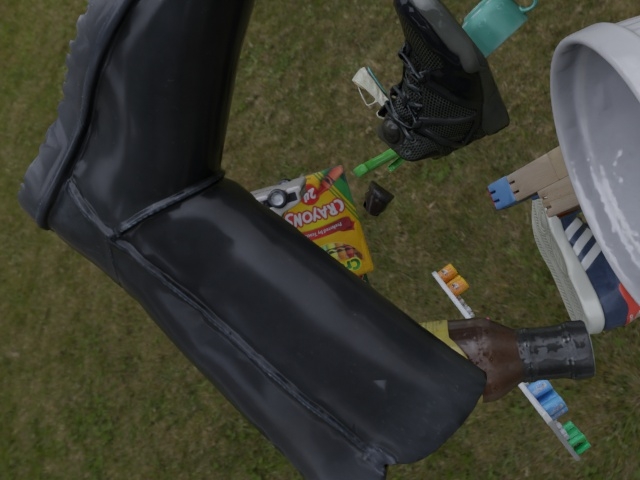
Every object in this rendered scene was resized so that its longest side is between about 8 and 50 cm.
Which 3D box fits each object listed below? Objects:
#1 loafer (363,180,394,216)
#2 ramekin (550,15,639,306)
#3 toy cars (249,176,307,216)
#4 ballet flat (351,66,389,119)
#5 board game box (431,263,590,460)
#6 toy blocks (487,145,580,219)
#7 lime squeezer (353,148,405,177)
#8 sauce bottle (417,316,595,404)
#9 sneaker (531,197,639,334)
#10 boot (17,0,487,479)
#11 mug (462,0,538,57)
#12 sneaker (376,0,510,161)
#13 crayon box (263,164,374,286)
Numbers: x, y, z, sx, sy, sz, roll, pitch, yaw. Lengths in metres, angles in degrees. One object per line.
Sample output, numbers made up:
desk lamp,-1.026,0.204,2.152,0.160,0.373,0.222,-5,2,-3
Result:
loafer,0.147,-0.110,1.583,0.080,0.220,0.078,36,101,4
ramekin,0.242,-0.054,0.374,0.109,0.207,0.207,-21,67,11
toy cars,-0.192,-0.014,1.064,0.176,0.394,0.087,11,123,59
ballet flat,0.130,-0.293,1.241,0.052,0.057,0.168,-37,87,16
board game box,0.425,0.268,1.279,0.050,0.390,0.390,-38,49,6
toy blocks,0.480,-0.118,1.013,0.261,0.381,0.190,-36,72,59
lime squeezer,0.137,-0.137,0.929,0.059,0.310,0.110,41,106,6
sauce bottle,0.155,0.153,0.730,0.344,0.111,0.111,-11,72,14
sneaker,0.550,0.020,1.194,0.148,0.131,0.350,-12,61,3
boot,-0.028,0.007,0.518,0.445,0.146,0.367,45,129,1
mug,0.388,-0.491,1.287,0.158,0.129,0.097,-44,93,5
sneaker,0.103,-0.150,0.583,0.130,0.227,0.087,-32,60,14
crayon box,0.000,0.000,1.401,0.202,0.081,0.318,-19,93,-12
